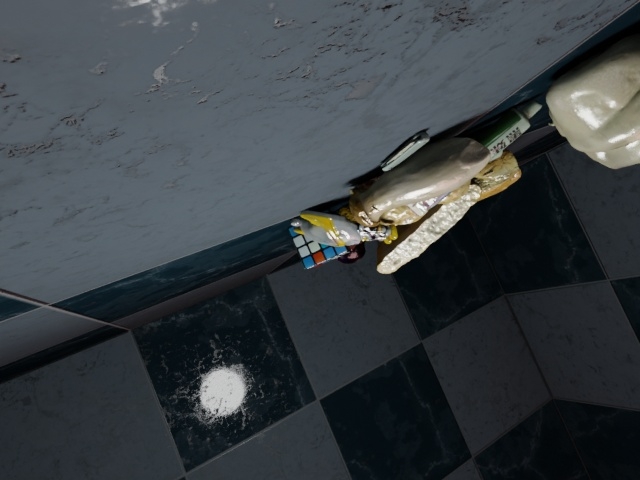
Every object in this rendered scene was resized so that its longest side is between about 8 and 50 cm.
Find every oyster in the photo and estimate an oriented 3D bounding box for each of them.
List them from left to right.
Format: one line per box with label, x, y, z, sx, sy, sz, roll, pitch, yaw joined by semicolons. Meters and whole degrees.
oyster;0.149;-0.146;1.117;0.148;0.051;0.103;-13;168;1

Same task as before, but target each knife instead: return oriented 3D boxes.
knife;0.179;-0.191;0.914;0.044;0.023;0.162;-23;175;-26

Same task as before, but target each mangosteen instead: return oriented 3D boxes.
mangosteen;0.143;-0.002;1.938;0.230;0.194;0.194;-44;178;-8

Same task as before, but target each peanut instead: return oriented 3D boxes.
peanut;0.288;-0.138;1.260;0.324;0.154;0.140;-18;180;21

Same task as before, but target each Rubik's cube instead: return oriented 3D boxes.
Rubik's cube;0.000;0.000;1.401;0.154;0.151;0.155;-25;176;6

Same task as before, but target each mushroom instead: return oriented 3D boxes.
mushroom;0.228;-0.142;1.007;0.349;0.129;0.128;-29;173;23

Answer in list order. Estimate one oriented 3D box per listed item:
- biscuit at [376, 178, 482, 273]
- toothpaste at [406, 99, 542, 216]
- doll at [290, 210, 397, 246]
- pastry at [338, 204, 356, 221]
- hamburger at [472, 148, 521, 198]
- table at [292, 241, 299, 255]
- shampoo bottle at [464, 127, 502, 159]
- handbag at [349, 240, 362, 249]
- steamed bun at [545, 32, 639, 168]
biscuit;0.362;-0.077;1.509;0.429;0.104;0.446;-48;-172;17
toothpaste;0.376;-0.204;1.049;0.392;0.061;0.098;-41;129;18
doll;0.067;-0.032;1.251;0.315;0.104;0.145;4;-172;-11
pastry;0.105;-0.073;1.409;0.057;0.097;0.109;-21;175;-32
hamburger;0.600;-0.236;1.613;0.208;0.162;0.330;-21;177;-2
table;-0.062;0.015;1.739;0.083;0.070;0.082;-24;174;-9
shampoo bottle;0.348;-0.211;1.127;0.262;0.085;0.085;-23;175;2
handbag;0.091;-0.024;1.659;0.275;0.084;0.260;-19;154;-43
steamed bun;0.683;-0.290;0.881;0.342;0.255;0.367;-29;175;30
